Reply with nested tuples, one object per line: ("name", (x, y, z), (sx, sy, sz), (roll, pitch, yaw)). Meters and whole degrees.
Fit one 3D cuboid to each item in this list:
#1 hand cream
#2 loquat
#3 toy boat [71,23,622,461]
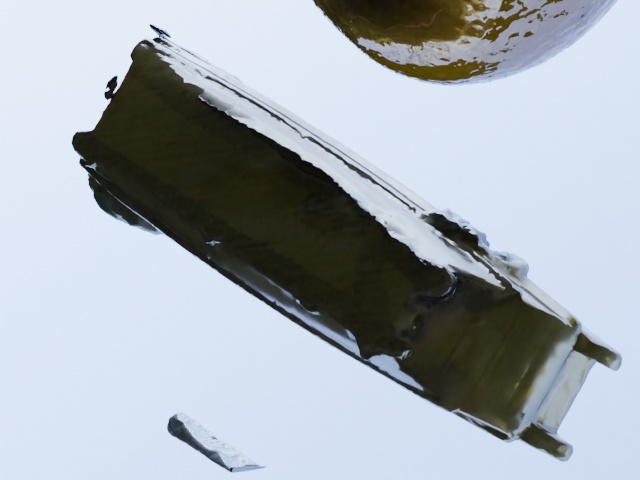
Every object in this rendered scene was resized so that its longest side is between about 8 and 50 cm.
("hand cream", (-0.081, 0.150, 1.173), (0.093, 0.030, 0.019), (28, -71, 43))
("loquat", (0.075, -0.185, 0.828), (0.208, 0.208, 0.208), (-1, -93, 28))
("toy boat", (0.000, 0.000, 1.059), (0.445, 0.162, 0.136), (34, -84, 38))
